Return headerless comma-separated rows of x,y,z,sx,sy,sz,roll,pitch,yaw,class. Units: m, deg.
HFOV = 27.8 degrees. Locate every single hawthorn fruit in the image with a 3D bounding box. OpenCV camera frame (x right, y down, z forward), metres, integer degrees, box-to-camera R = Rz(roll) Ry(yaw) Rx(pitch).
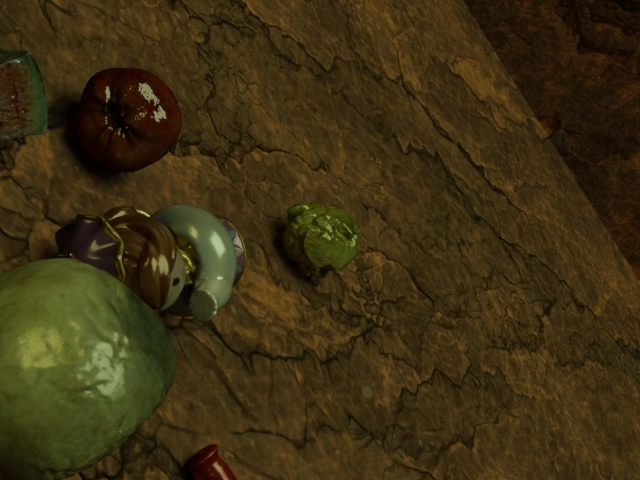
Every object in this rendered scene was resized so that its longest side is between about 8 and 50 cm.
-0.238,-0.152,1.610,0.133,0.132,0.138,64,11,3,hawthorn fruit

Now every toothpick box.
-0.118,0.279,1.497,0.083,0.047,0.047,56,28,-9,toothpick box

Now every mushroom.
-0.239,0.105,1.272,0.190,0.164,0.267,65,13,-9,mushroom

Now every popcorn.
0.000,0.000,1.908,0.120,0.116,0.106,-18,125,-60,popcorn

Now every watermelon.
-0.363,-0.151,1.409,0.158,0.121,0.098,-39,122,-59,watermelon

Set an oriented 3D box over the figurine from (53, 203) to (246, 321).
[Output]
-0.197,0.030,1.496,0.189,0.142,0.263,36,21,20,figurine
